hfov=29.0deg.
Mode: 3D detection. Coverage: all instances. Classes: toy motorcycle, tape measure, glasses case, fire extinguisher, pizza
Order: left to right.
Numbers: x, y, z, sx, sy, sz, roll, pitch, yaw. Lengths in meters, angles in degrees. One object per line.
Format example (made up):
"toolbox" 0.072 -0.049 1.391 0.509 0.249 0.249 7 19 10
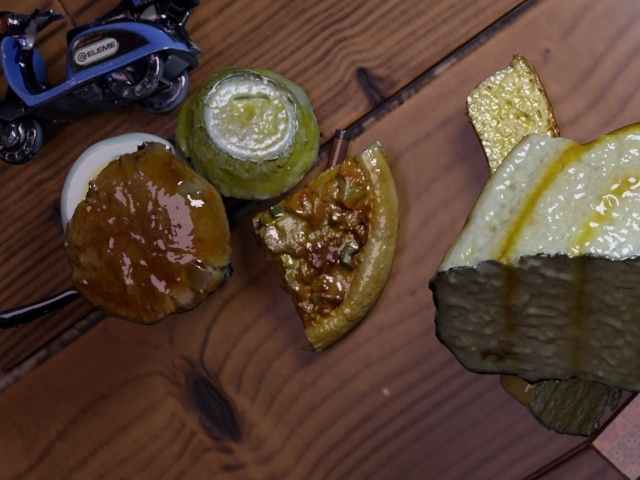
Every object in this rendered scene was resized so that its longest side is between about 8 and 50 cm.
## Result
"toy motorcycle" -0.324 -0.247 1.677 0.358 0.125 0.213 -21 76 15
"tape measure" -0.303 -0.017 1.665 0.351 0.098 0.215 -14 86 9
"pizza" 0.000 0.000 1.587 0.197 0.058 0.292 21 99 8
"fire extinguisher" 0.018 -0.104 1.615 0.028 0.022 0.083 14 94 -20
"glasses case" 0.420 0.187 1.473 0.075 0.049 0.218 43 101 12

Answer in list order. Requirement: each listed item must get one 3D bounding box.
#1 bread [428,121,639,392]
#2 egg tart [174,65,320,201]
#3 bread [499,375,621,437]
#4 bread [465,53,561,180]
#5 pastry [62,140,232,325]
"bread" 0.328 0.003 1.375 0.395 0.239 0.264 4 51 9
"egg tart" -0.088 -0.147 1.591 0.197 0.078 0.197 2 72 -7
"bread" 0.280 0.168 1.498 0.103 0.156 0.110 -57 43 4
"bread" 0.245 -0.129 1.527 0.103 0.065 0.187 -22 87 14
"pastry" -0.217 -0.010 1.552 0.218 0.100 0.229 2 95 15
